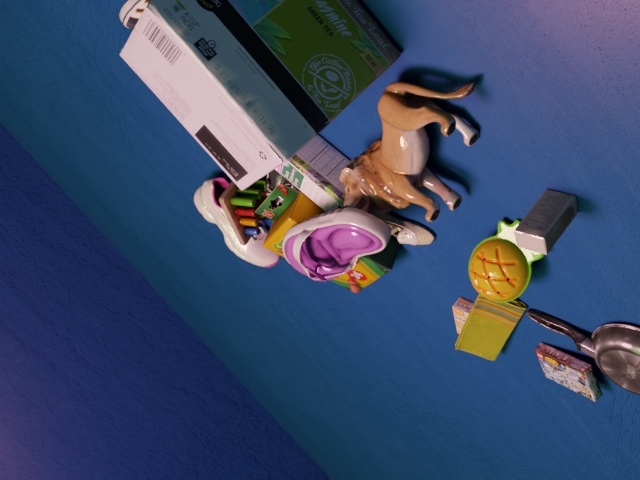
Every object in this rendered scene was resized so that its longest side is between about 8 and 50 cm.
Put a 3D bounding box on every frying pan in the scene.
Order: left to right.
[{"bbox_3d":[0.559,0.203,1.572,0.326,0.053,0.197,33,152,14],"label":"frying pan"}]

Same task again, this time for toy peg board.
[{"bbox_3d":[-0.159,-0.094,2.036,0.079,0.161,0.160,7,138,30],"label":"toy peg board"}]

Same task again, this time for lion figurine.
[{"bbox_3d":[0.156,-0.181,1.508,0.240,0.142,0.392,39,141,27],"label":"lion figurine"}]

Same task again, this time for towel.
[{"bbox_3d":[0.372,0.193,1.789,0.102,0.021,0.237,21,143,8],"label":"towel"}]

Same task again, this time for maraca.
[{"bbox_3d":[0.357,0.042,1.566,0.127,0.099,0.185,39,129,17],"label":"maraca"}]

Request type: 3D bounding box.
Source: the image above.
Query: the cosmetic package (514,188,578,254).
[{"bbox_3d":[0.387,-0.033,1.383,0.060,0.115,0.041,20,145,40],"label":"cosmetic package"}]

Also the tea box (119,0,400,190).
[{"bbox_3d":[-0.104,-0.325,1.412,0.329,0.323,0.220,48,154,-10],"label":"tea box"}]

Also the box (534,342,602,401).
[{"bbox_3d":[0.527,0.279,1.720,0.137,0.027,0.094,25,151,53],"label":"box"}]

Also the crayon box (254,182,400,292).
[{"bbox_3d":[0.000,0.000,1.898,0.318,0.081,0.202,27,154,-10],"label":"crayon box"}]

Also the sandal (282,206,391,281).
[{"bbox_3d":[0.008,0.030,1.725,0.169,0.102,0.416,28,157,-9],"label":"sandal"}]

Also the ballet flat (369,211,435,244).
[{"bbox_3d":[0.172,-0.019,1.780,0.168,0.052,0.057,25,148,34],"label":"ballet flat"}]

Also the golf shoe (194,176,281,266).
[{"bbox_3d":[-0.221,-0.051,2.230,0.306,0.115,0.140,44,151,-3],"label":"golf shoe"}]

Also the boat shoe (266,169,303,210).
[{"bbox_3d":[-0.081,-0.107,1.964,0.114,0.091,0.302,22,147,37],"label":"boat shoe"}]

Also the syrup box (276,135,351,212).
[{"bbox_3d":[-0.006,-0.155,1.784,0.237,0.096,0.093,39,154,7],"label":"syrup box"}]

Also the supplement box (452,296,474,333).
[{"bbox_3d":[0.342,0.182,1.854,0.062,0.036,0.098,22,146,36],"label":"supplement box"}]

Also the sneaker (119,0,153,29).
[{"bbox_3d":[-0.322,-0.489,1.706,0.127,0.126,0.321,56,150,-12],"label":"sneaker"}]
